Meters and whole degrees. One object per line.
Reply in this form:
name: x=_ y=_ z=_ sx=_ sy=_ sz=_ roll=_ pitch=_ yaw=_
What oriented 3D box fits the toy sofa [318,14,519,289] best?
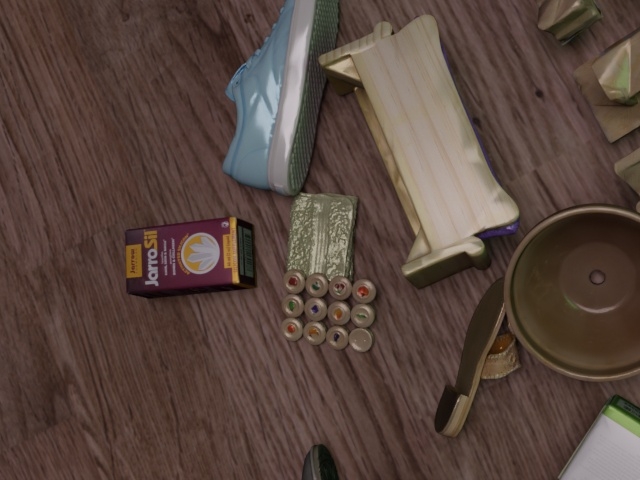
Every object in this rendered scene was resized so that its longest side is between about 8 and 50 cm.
toy sofa: x=0.146 y=-0.126 z=1.445 sx=0.177 sy=0.150 sz=0.363 roll=-23 pitch=76 yaw=7

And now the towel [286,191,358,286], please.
towel: x=0.000 y=0.000 z=1.533 sx=0.110 sy=0.027 sz=0.148 roll=3 pitch=82 yaw=18

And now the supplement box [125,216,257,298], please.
supplement box: x=-0.200 y=0.028 z=1.559 sx=0.188 sy=0.081 sz=0.104 roll=-6 pitch=80 yaw=16

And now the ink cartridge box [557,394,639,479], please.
ink cartridge box: x=0.395 y=0.362 z=1.327 sx=0.188 sy=0.097 sz=0.255 roll=33 pitch=102 yaw=18

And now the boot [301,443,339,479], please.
boot: x=-0.073 y=0.405 z=1.477 sx=0.208 sy=0.076 sz=0.190 roll=-12 pitch=76 yaw=21

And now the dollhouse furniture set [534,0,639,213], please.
dollhouse furniture set: x=0.543 y=-0.280 z=1.352 sx=0.394 sy=0.256 sz=0.362 roll=-34 pitch=72 yaw=31

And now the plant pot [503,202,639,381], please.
plant pot: x=0.369 y=0.060 z=1.353 sx=0.237 sy=0.110 sz=0.237 roll=4 pitch=104 yaw=15

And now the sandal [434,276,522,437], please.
sandal: x=0.242 y=0.173 z=1.423 sx=0.079 sy=0.088 sz=0.240 roll=21 pitch=96 yaw=-13

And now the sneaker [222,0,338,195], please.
sneaker: x=-0.073 y=-0.257 z=1.538 sx=0.150 sy=0.135 sz=0.366 roll=10 pitch=83 yaw=16

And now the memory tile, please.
memory tile: x=0.010 y=0.105 z=1.505 sx=0.148 sy=0.012 sz=0.113 roll=7 pitch=100 yaw=18
